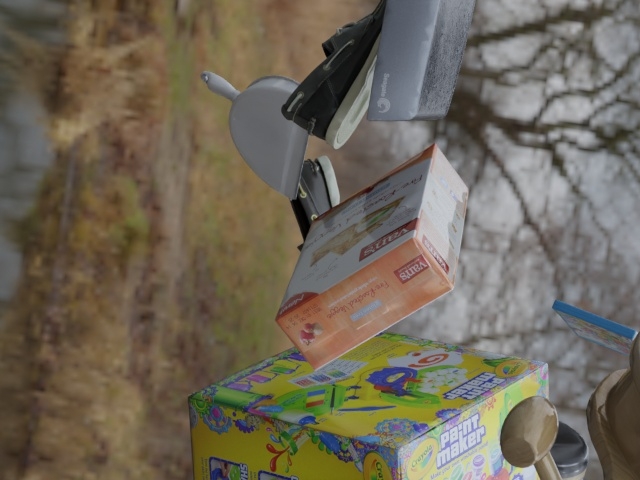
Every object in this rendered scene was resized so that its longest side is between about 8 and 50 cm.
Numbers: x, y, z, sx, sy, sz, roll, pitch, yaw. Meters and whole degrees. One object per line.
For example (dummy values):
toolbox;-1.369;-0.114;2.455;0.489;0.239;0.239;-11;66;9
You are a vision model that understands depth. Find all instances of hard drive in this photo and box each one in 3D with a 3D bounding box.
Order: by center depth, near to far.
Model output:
hard drive;0.112;-0.241;1.555;0.172;0.054;0.255;-13;115;-71

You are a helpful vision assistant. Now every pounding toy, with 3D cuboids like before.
pounding toy;0.256;0.164;1.106;0.155;0.269;0.154;-61;-178;37

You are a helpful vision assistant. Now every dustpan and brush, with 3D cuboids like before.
dustpan and brush;-0.085;-0.161;1.958;0.060;0.211;0.147;-30;142;-48

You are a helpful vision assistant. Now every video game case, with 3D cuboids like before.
video game case;0.389;0.127;2.121;0.015;0.119;0.166;-65;154;-7

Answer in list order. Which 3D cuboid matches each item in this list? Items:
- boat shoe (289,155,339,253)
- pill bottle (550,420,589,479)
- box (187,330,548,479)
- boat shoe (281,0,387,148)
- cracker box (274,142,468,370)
boat shoe;0.000;0.000;2.120;0.081;0.068;0.228;125;-47;-74
pill bottle;0.237;0.326;1.854;0.123;0.122;0.219;-81;-177;-67
box;0.058;0.229;1.688;0.290;0.279;0.177;-20;112;-49
boat shoe;0.041;-0.211;1.682;0.233;0.079;0.084;-58;163;-20
cracker box;0.053;0.010;1.458;0.067;0.155;0.232;52;21;-15
